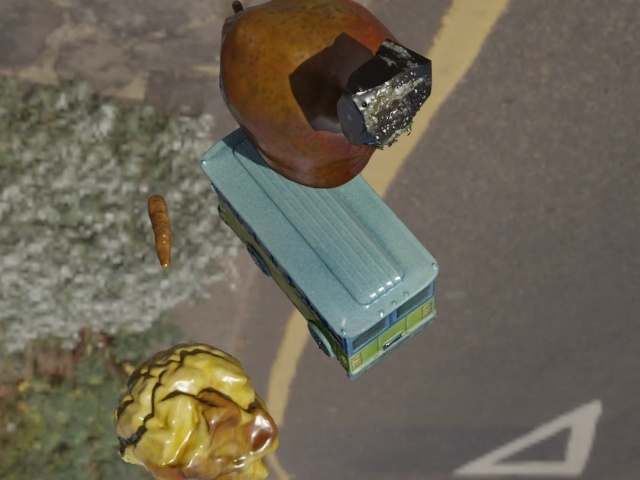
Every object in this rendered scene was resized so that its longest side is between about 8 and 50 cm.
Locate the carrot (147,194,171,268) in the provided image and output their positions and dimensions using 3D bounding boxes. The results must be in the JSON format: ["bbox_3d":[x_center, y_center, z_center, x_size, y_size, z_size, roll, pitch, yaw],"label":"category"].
[{"bbox_3d":[-0.275,-0.016,2.041,0.036,0.165,0.035,-10,142,-8],"label":"carrot"}]

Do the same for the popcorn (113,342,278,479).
[{"bbox_3d":[-0.197,0.286,1.845,0.265,0.225,0.332,28,158,-20],"label":"popcorn"}]

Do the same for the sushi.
[{"bbox_3d":[0.060,-0.129,1.125,0.056,0.083,0.084,32,148,30],"label":"sushi"}]

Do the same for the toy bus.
[{"bbox_3d":[0.000,0.000,1.481,0.152,0.312,0.190,-35,157,-11],"label":"toy bus"}]

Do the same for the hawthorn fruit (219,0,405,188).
[{"bbox_3d":[-0.020,-0.186,1.321,0.248,0.208,0.208,38,167,15],"label":"hawthorn fruit"}]
